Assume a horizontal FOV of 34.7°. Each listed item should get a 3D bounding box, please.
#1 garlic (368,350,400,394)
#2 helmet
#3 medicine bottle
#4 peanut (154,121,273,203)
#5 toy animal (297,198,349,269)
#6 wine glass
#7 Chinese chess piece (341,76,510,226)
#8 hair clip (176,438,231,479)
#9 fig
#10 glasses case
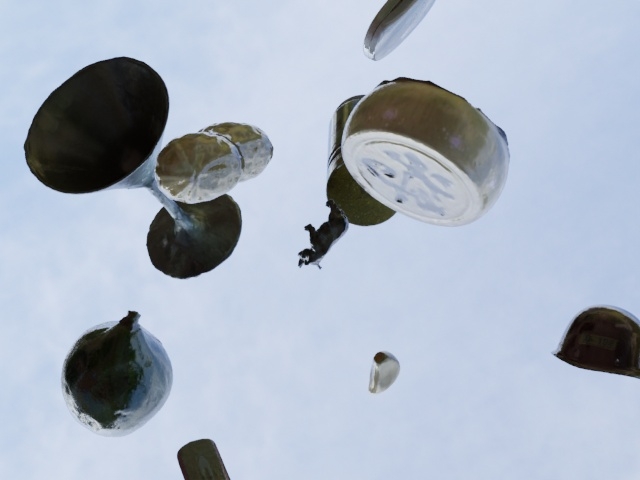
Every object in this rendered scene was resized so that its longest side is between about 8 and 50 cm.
[{"bbox_3d":[0.098,0.201,1.597,0.053,0.083,0.041,-27,-130,-27],"label":"garlic"},{"bbox_3d":[0.468,0.159,1.636,0.175,0.155,0.106,19,-83,35],"label":"helmet"},{"bbox_3d":[0.088,-0.170,2.058,0.151,0.151,0.322,-21,-152,13],"label":"medicine bottle"},{"bbox_3d":[-0.113,-0.089,1.126,0.082,0.082,0.187,-11,-169,24],"label":"peanut"},{"bbox_3d":[0.000,0.000,1.729,0.135,0.047,0.065,-49,-135,24],"label":"toy animal"},{"bbox_3d":[-0.303,-0.103,1.835,0.267,0.406,0.267,-10,-120,17],"label":"wine glass"},{"bbox_3d":[0.157,-0.128,1.542,0.257,0.257,0.104,10,-121,39],"label":"Chinese chess piece"},{"bbox_3d":[-0.137,0.301,1.267,0.054,0.022,0.137,-19,-140,-15],"label":"hair clip"},{"bbox_3d":[-0.346,0.212,1.724,0.195,0.245,0.195,5,-133,-6],"label":"fig"},{"bbox_3d":[0.152,-0.417,1.868,0.059,0.092,0.233,31,-120,15],"label":"glasses case"}]
